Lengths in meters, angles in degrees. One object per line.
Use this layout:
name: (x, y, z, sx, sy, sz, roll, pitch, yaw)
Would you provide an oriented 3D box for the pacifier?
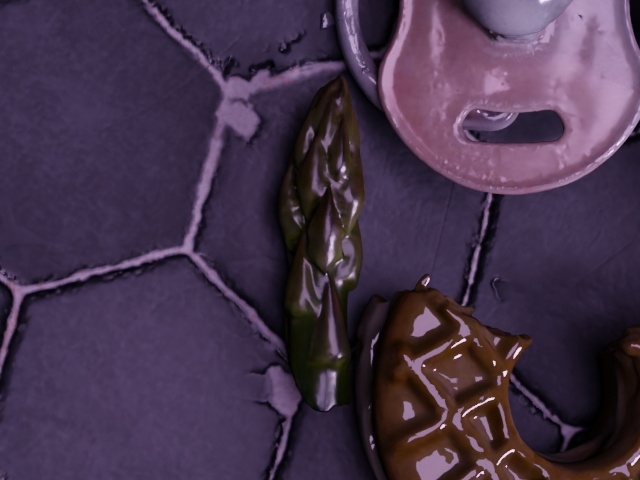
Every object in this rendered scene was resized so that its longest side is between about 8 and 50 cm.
pacifier: (0.163, -0.206, 1.474, 0.220, 0.273, 0.332, 3, 88, -30)

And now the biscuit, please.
biscuit: (0.209, 0.172, 1.521, 0.366, 0.115, 0.268, 4, 87, -13)

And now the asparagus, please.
asparagus: (0.000, 0.000, 1.495, 0.080, 0.080, 0.287, 4, 93, -14)
